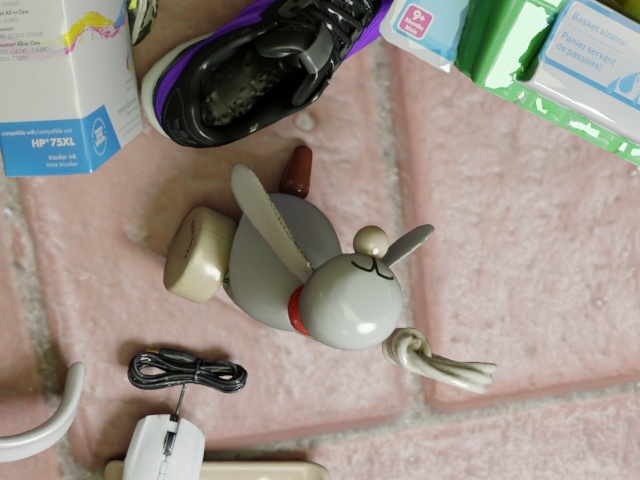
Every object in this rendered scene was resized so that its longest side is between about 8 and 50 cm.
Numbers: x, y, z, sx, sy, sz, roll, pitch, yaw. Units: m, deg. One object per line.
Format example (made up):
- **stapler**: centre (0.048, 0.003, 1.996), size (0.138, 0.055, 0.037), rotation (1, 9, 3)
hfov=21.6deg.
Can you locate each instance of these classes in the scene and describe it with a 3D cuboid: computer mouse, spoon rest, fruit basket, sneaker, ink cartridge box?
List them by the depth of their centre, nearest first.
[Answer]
- **ink cartridge box**: centre (-0.211, -0.179, 1.337), size (0.078, 0.134, 0.231), rotation (-1, 109, 14)
- **fruit basket**: centre (0.269, -0.247, 1.361), size (0.327, 0.165, 0.353), rotation (25, 110, -20)
- **sneaker**: centre (-0.008, -0.168, 1.365), size (0.293, 0.146, 0.102), rotation (-40, 109, -3)
- **sneaker**: centre (-0.156, -0.205, 1.404), size (0.035, 0.031, 0.083), rotation (18, 112, 13)
- **spoon rest**: centre (-0.343, 0.144, 1.439), size (0.276, 0.084, 0.137), rotation (2, 149, -12)
- **computer mouse**: centre (-0.136, 0.194, 1.493), size (0.106, 0.042, 0.193), rotation (13, 89, -7)

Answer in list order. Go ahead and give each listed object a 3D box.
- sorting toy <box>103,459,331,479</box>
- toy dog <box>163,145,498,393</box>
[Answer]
- **sorting toy**: centre (-0.099, 0.292, 1.562), size (0.208, 0.038, 0.193), rotation (2, 106, -5)
- **toy dog**: centre (0.000, 0.000, 1.366), size (0.220, 0.334, 0.161), rotation (20, 86, -39)
